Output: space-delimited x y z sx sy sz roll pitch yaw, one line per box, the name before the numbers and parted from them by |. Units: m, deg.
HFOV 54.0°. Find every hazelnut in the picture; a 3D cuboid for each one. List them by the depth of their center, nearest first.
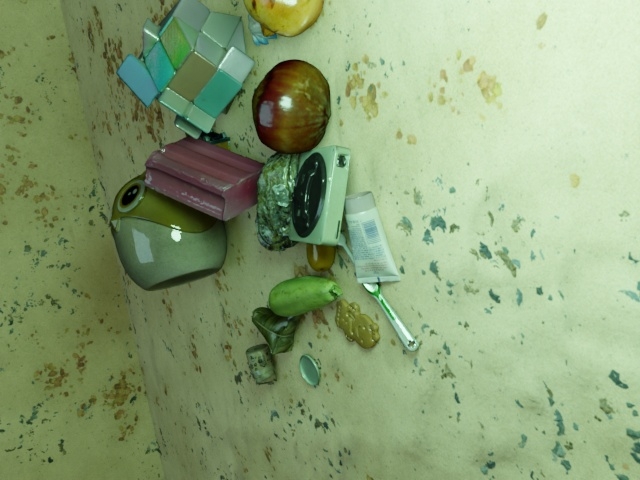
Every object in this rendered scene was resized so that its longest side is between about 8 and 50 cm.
hazelnut | -0.074 -0.359 1.685 0.217 0.217 0.251 10 87 53

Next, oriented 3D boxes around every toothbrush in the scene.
toothbrush | 0.140 0.125 1.714 0.417 0.042 0.040 56 -178 23

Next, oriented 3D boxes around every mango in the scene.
mango | 0.000 0.000 1.824 0.102 0.085 0.183 104 164 -80

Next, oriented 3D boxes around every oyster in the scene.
oyster | -0.114 -0.124 1.903 0.163 0.158 0.350 12 112 6

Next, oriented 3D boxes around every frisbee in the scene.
frisbee | -0.036 0.437 2.121 0.110 0.014 0.110 27 125 46

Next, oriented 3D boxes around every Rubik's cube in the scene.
Rubik's cube | -0.403 -0.541 1.956 0.387 0.358 0.367 -17 48 55

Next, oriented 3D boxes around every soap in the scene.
soap | -0.373 -0.211 2.044 0.360 0.233 0.128 23 126 26

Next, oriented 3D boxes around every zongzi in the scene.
zongzi | -0.151 0.251 2.146 0.205 0.094 0.204 48 128 36

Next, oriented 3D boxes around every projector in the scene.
projector | -0.014 -0.119 1.695 0.259 0.079 0.257 -173 91 -68

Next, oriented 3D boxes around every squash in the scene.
squash | -0.046 0.163 1.934 0.371 0.118 0.118 -23 85 54

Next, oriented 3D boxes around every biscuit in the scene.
biscuit | 0.102 0.250 1.838 0.184 0.027 0.133 46 136 34

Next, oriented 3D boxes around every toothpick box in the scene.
toothpick box | -0.567 -0.054 2.316 0.409 0.409 0.425 -29 76 55

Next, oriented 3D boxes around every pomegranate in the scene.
pomegranate | -0.093 -0.622 1.590 0.209 0.209 0.209 27 125 47

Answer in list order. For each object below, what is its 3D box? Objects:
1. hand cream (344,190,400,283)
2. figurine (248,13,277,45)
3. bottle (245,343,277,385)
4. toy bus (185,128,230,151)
hand cream | 0.129 -0.004 1.654 0.133 0.083 0.247 -3 107 37
figurine | -0.156 -0.622 1.803 0.114 0.079 0.114 -1 88 21
bottle | -0.218 0.468 2.326 0.099 0.099 0.152 0 107 55
toy bus | -0.401 -0.341 2.243 0.182 0.091 0.103 27 127 44
